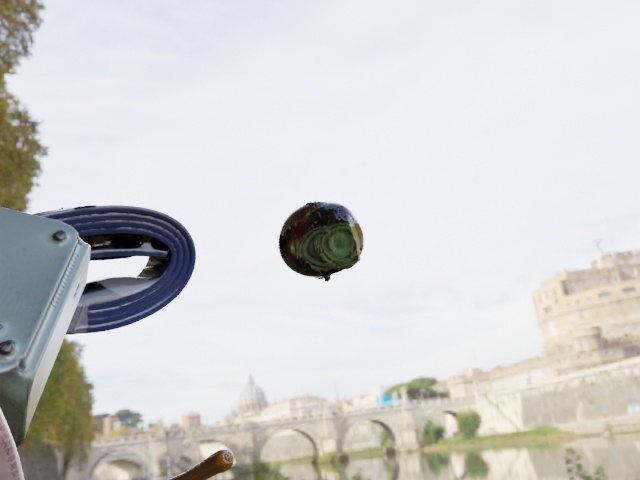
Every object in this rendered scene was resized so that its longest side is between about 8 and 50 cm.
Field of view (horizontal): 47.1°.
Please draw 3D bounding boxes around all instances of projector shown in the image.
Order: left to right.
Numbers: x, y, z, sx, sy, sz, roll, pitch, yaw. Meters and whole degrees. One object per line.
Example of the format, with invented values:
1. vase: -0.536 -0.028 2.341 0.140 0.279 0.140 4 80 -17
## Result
1. projector: -0.349 0.053 0.630 0.250 0.198 0.108 15 -53 -10

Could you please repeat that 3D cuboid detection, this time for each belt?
1. belt: -0.390 0.046 1.243 0.347 0.212 0.117 -8 7 -35

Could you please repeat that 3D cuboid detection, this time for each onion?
1. onion: 0.000 0.000 1.010 0.117 0.118 0.118 0 -17 -11

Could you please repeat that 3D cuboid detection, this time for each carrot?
1. carrot: -0.221 0.413 1.292 0.190 0.037 0.037 -35 -29 30

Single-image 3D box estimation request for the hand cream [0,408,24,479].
1. hand cream: -0.160 0.104 0.328 0.052 0.216 0.038 -14 11 -20
